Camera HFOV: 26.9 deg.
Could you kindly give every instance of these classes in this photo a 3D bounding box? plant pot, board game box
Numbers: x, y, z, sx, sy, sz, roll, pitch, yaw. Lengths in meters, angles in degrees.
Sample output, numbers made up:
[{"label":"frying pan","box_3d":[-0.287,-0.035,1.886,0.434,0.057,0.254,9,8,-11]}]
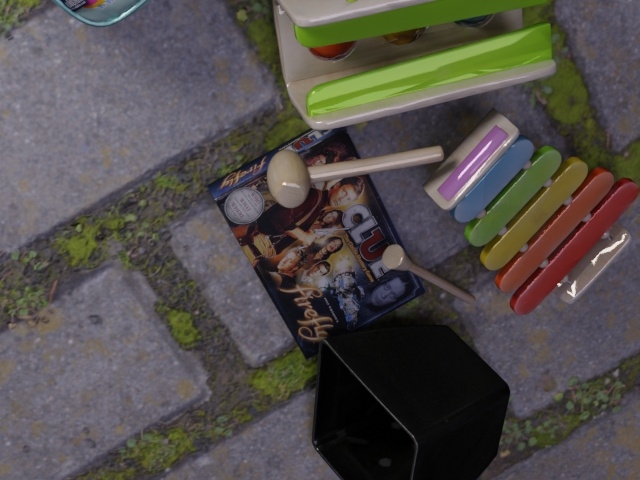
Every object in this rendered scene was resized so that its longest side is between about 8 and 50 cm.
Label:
[{"label":"plant pot","box_3d":[0.113,0.205,1.569,0.167,0.187,0.188,-22,137,-27]},{"label":"board game box","box_3d":[0.000,0.000,1.516,0.165,0.042,0.243,-30,121,-2]}]

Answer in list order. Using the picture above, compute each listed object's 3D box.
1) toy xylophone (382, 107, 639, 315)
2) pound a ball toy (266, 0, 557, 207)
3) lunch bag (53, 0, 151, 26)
[{"label":"toy xylophone","box_3d":[0.215,-0.016,1.519,0.323,0.081,0.236,21,110,-45]},{"label":"pound a ball toy","box_3d":[0.077,-0.181,1.397,0.319,0.136,0.208,-15,122,-10]},{"label":"lunch bag","box_3d":[-0.191,-0.348,1.240,0.279,0.108,0.224,-39,121,4]}]
